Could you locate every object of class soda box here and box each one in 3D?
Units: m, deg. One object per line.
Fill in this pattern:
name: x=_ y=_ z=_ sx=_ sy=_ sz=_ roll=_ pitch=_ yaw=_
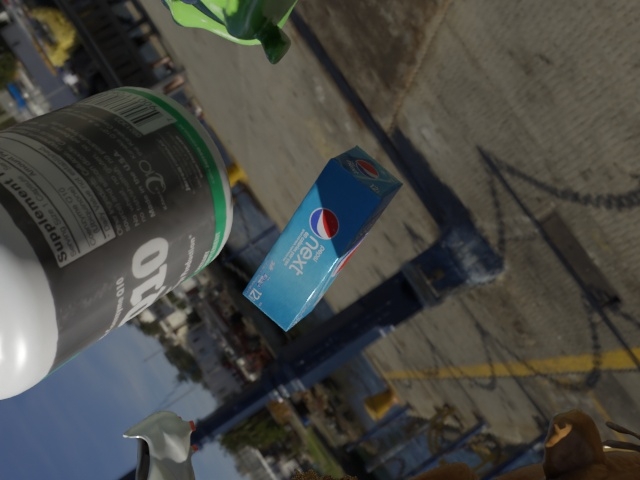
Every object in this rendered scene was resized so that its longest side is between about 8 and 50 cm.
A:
soda box: x=0.000 y=0.000 z=0.995 sx=0.071 sy=0.210 sz=0.067 roll=41 pitch=-148 yaw=10

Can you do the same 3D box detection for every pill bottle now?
pill bottle: x=-0.255 y=0.008 z=0.772 sx=0.204 sy=0.361 sz=0.204 roll=15 pitch=121 yaw=27

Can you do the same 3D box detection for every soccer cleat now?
soccer cleat: x=-0.159 y=0.279 z=0.942 sx=0.068 sy=0.076 sz=0.196 roll=-11 pitch=92 yaw=56

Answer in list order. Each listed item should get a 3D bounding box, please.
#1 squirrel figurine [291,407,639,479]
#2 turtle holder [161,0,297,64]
squirrel figurine: x=0.129 y=0.292 z=0.715 sx=0.370 sy=0.397 sz=0.281 roll=-51 pitch=50 yaw=52
turtle holder: x=-0.073 y=-0.337 z=0.909 sx=0.227 sy=0.243 sz=0.320 roll=33 pitch=179 yaw=-2
